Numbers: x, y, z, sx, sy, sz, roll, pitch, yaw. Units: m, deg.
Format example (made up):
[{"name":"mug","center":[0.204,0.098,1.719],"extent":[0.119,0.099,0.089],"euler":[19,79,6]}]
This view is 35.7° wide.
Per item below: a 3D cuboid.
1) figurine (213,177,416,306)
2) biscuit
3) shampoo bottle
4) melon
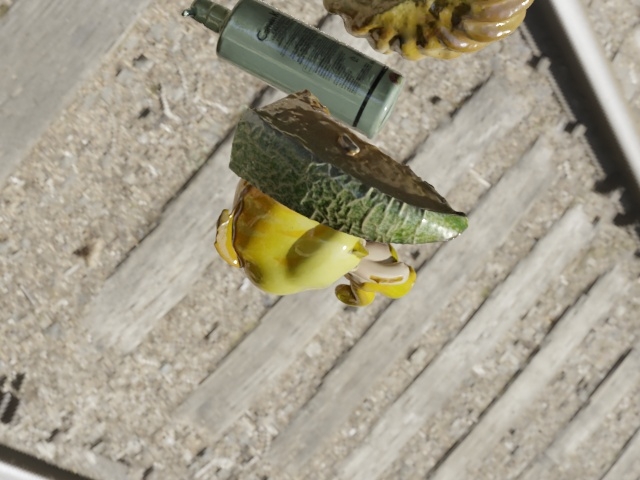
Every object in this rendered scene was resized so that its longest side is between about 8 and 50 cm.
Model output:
[{"name":"figurine","center":[0.000,0.000,0.933],"extent":[0.246,0.156,0.131],"euler":[30,94,-45]},{"name":"biscuit","center":[0.091,-0.189,0.796],"extent":[0.118,0.183,0.061],"euler":[63,34,-42]},{"name":"shampoo bottle","center":[-0.033,-0.213,1.154],"extent":[0.085,0.262,0.085],"euler":[-61,176,-7]},{"name":"melon","center":[0.023,-0.048,0.771],"extent":[0.098,0.182,0.054],"euler":[-34,154,-42]}]
